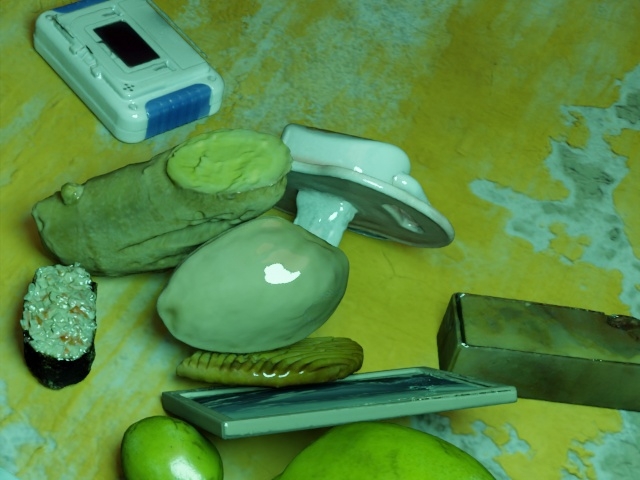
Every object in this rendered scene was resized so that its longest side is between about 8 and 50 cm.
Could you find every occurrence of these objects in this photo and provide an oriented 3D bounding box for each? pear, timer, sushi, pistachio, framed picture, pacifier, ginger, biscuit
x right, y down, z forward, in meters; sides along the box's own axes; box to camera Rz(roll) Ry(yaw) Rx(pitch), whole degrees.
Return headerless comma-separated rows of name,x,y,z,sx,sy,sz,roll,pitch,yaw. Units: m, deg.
pear,0.083,0.325,1.608,0.253,0.253,0.307,-27,60,-36
timer,-0.266,-0.252,2.214,0.178,0.078,0.253,-24,57,-34
sushi,-0.301,0.096,1.847,0.090,0.078,0.150,6,45,-10
pistachio,-0.076,0.051,1.816,0.223,0.152,0.126,-12,12,0
pear,-0.159,0.244,1.718,0.107,0.107,0.131,-16,40,-30
framed picture,0.015,0.176,1.782,0.335,0.022,0.247,-4,3,-20
pacifier,0.004,-0.033,1.968,0.332,0.220,0.273,14,40,29
ginger,-0.182,-0.039,1.884,0.190,0.354,0.126,43,39,-36
biscuit,-0.047,0.137,1.876,0.176,0.031,0.228,10,14,33

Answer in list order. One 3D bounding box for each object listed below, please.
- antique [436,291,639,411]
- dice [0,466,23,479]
antique,0.305,0.142,1.973,0.310,0.087,0.093,7,43,-8
dice,-0.375,0.387,1.303,0.328,0.348,0.330,9,31,16
